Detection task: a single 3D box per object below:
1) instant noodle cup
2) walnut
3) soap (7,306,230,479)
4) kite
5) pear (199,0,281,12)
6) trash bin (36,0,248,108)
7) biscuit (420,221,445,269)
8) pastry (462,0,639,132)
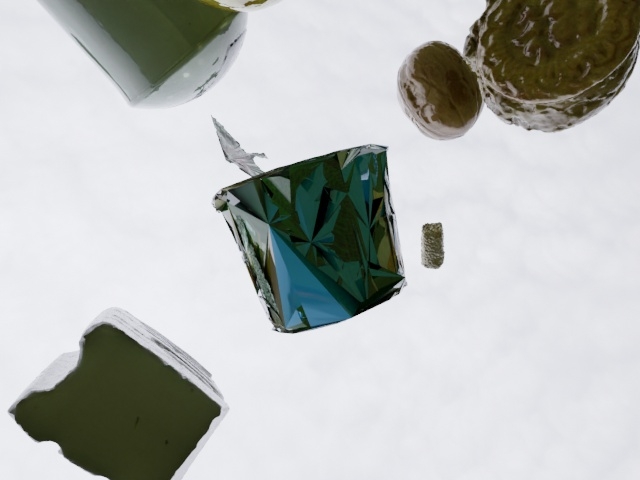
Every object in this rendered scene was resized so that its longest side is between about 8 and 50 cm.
[{"bbox_3d":[0.000,0.000,0.554,0.240,0.240,0.178,-18,-89,-22],"label":"instant noodle cup"},{"bbox_3d":[0.243,-0.306,0.907,0.167,0.167,0.207,-31,-97,-23],"label":"walnut"},{"bbox_3d":[-0.370,0.314,0.895,0.350,0.435,0.213,44,-108,-11],"label":"soap"},{"bbox_3d":[-0.229,-0.249,1.323,0.323,0.268,0.013,47,-110,-28],"label":"kite"},{"bbox_3d":[-0.109,-0.424,0.485,0.304,0.304,0.303,4,-104,-19],"label":"pear"},{"bbox_3d":[-0.323,-0.430,0.714,0.432,0.280,0.280,48,-115,-29],"label":"trash bin"},{"bbox_3d":[0.380,0.020,1.483,0.082,0.168,0.070,0,-145,12],"label":"biscuit"},{"bbox_3d":[0.347,-0.289,0.669,0.132,0.235,0.240,16,-82,-52],"label":"pastry"}]
